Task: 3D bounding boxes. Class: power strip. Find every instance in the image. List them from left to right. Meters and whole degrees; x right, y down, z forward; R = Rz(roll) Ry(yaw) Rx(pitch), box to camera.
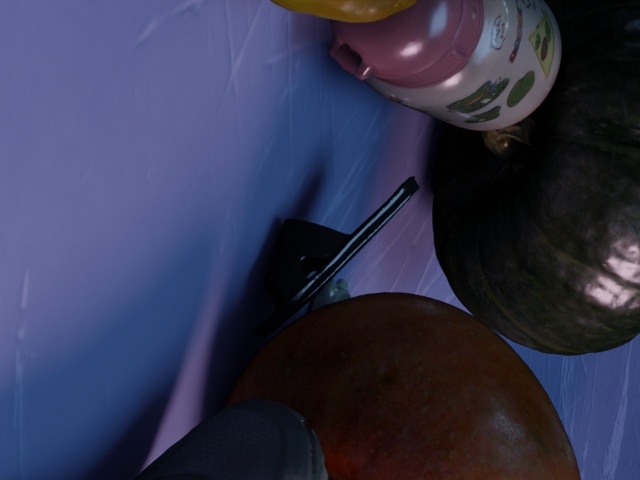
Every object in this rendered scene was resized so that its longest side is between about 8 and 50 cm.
[{"bbox_3d":[0.010,0.071,1.379,0.055,0.035,0.083,-6,109,-68],"label":"power strip"}]

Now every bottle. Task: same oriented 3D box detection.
[{"bbox_3d":[0.083,-0.146,1.276,0.253,0.120,0.120,9,97,-70],"label":"bottle"}]

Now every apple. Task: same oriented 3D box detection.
[{"bbox_3d":[0.058,0.158,1.253,0.253,0.253,0.253,-51,150,-45],"label":"apple"}]

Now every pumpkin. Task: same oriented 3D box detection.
[{"bbox_3d":[0.205,-0.056,1.471,0.207,0.300,0.300,15,93,-26],"label":"pumpkin"}]

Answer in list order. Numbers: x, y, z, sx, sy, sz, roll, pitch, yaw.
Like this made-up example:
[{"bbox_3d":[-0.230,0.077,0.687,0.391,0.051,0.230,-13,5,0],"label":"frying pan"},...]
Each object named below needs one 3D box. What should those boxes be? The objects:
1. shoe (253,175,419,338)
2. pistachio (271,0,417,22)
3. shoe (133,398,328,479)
[{"bbox_3d":[0.000,0.000,1.272,0.159,0.053,0.062,-42,180,-16],"label":"shoe"},{"bbox_3d":[-0.001,-0.194,1.067,0.189,0.100,0.110,27,58,-60],"label":"pistachio"},{"bbox_3d":[-0.122,0.190,1.039,0.336,0.132,0.171,-55,144,-32],"label":"shoe"}]
